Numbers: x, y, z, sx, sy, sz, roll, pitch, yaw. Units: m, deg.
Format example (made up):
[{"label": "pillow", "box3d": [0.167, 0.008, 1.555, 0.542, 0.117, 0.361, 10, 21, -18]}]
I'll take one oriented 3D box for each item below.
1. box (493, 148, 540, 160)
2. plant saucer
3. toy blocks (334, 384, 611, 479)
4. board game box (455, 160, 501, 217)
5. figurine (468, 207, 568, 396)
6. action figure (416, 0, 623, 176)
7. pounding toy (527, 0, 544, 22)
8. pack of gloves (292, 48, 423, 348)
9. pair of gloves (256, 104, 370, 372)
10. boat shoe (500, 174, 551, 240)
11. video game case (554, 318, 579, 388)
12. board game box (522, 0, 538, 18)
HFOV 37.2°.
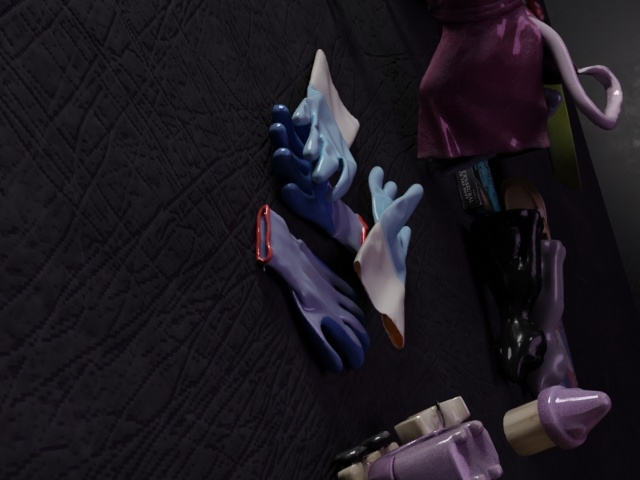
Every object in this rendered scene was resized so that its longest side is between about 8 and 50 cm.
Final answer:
[{"label": "box", "box3d": [0.275, -0.185, 1.385, 0.232, 0.087, 0.058, 43, 35, -69]}, {"label": "plant saucer", "box3d": [0.345, -0.188, 1.416, 0.241, 0.037, 0.241, -11, 90, -76]}, {"label": "toy blocks", "box3d": [0.234, 0.211, 0.644, 0.288, 0.260, 0.309, -16, 77, -51]}, {"label": "board game box", "box3d": [0.199, -0.122, 1.282, 0.126, 0.026, 0.186, 16, 59, -65]}, {"label": "figurine", "box3d": [0.262, 0.092, 1.209, 0.215, 0.092, 0.210, 33, 51, -59]}, {"label": "action figure", "box3d": [0.172, -0.258, 1.026, 0.248, 0.275, 0.370, -62, 144, -53]}, {"label": "pounding toy", "box3d": [0.356, -0.343, 1.689, 0.237, 0.110, 0.183, -86, 153, -54]}, {"label": "pack of gloves", "box3d": [0.046, -0.052, 0.789, 0.232, 0.046, 0.195, -77, 143, -65]}, {"label": "pair of gloves", "box3d": [0.000, 0.000, 0.714, 0.159, 0.023, 0.198, 50, 30, -43]}, {"label": "boat shoe", "box3d": [0.317, -0.019, 1.435, 0.059, 0.063, 0.170, -82, 148, -59]}, {"label": "video game case", "box3d": [0.339, 0.146, 1.415, 0.201, 0.023, 0.183, 33, 44, -58]}, {"label": "board game box", "box3d": [0.296, -0.400, 1.584, 0.136, 0.030, 0.260, -25, 82, -45]}]
